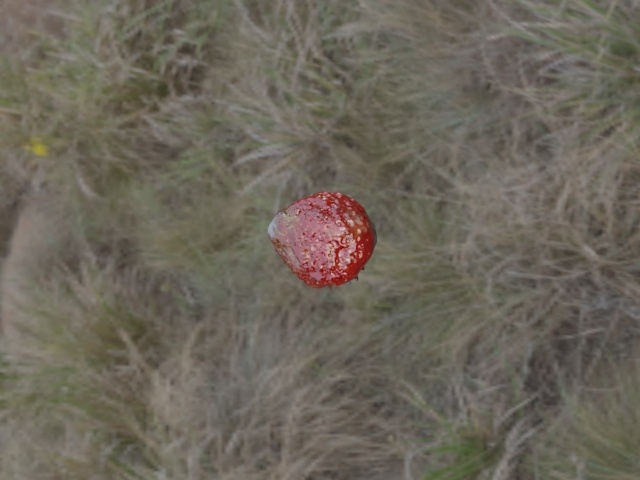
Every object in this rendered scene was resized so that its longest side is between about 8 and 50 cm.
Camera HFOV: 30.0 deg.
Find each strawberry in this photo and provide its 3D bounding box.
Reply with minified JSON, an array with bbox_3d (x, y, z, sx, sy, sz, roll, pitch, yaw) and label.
[{"bbox_3d":[0.000,-0.001,1.163,0.106,0.106,0.106,-9,78,46],"label":"strawberry"}]
